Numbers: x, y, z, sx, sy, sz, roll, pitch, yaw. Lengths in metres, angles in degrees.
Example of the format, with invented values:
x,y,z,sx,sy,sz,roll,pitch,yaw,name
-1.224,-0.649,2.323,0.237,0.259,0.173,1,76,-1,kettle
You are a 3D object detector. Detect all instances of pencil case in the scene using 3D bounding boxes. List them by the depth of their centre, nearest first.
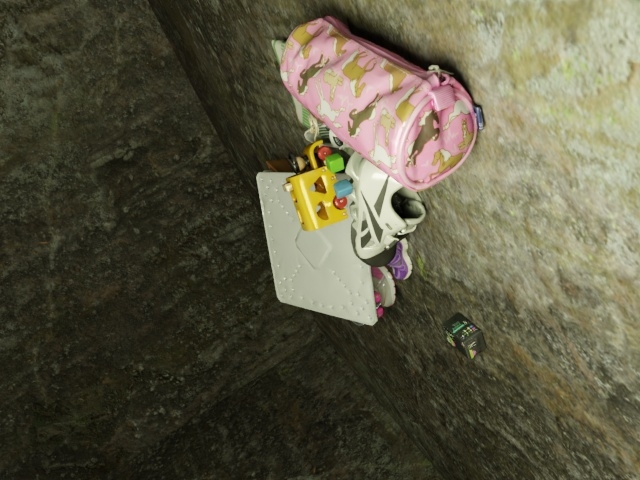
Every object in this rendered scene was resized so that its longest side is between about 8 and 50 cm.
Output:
x,y,z,sx,sy,sz,roll,pitch,yaw,name
0.076,-0.233,0.946,0.160,0.167,0.386,38,-174,-45,pencil case

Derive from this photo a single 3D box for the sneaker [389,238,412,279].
x,y,z,sx,sy,sz,roll,pitch,yaw,name
0.178,0.041,1.470,0.068,0.071,0.170,49,166,41,sneaker

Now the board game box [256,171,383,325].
x,y,z,sx,sy,sz,roll,pitch,yaw,name
-0.006,0.006,1.591,0.390,0.050,0.390,7,111,46,board game box

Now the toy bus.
x,y,z,sx,sy,sz,roll,pitch,yaw,name
-0.022,-0.116,1.192,0.191,0.104,0.202,85,160,-52,toy bus

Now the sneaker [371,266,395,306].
x,y,z,sx,sy,sz,roll,pitch,yaw,name
0.126,0.091,1.725,0.252,0.111,0.103,59,169,-5,sneaker

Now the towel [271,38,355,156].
x,y,z,sx,sy,sz,roll,pitch,yaw,name
0.000,-0.319,1.366,0.325,0.038,0.248,47,164,45,towel

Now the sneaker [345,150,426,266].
x,y,z,sx,sy,sz,roll,pitch,yaw,name
0.145,-0.037,1.232,0.146,0.122,0.330,21,151,27,sneaker

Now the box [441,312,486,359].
x,y,z,sx,sy,sz,roll,pitch,yaw,name
0.324,0.216,1.342,0.083,0.052,0.062,42,162,53,box

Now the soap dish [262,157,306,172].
x,y,z,sx,sy,sz,roll,pitch,yaw,name
-0.064,-0.121,1.977,0.229,0.118,0.291,45,162,50,soap dish

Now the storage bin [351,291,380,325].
x,y,z,sx,sy,sz,roll,pitch,yaw,name
0.139,0.198,1.936,0.098,0.135,0.091,37,-173,-15,storage bin

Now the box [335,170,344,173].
x,y,z,sx,sy,sz,roll,pitch,yaw,name
0.015,-0.043,1.648,0.067,0.063,0.324,43,137,52,box

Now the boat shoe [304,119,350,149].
x,y,z,sx,sy,sz,roll,pitch,yaw,name
0.053,-0.214,1.203,0.226,0.076,0.083,11,138,56,boat shoe
